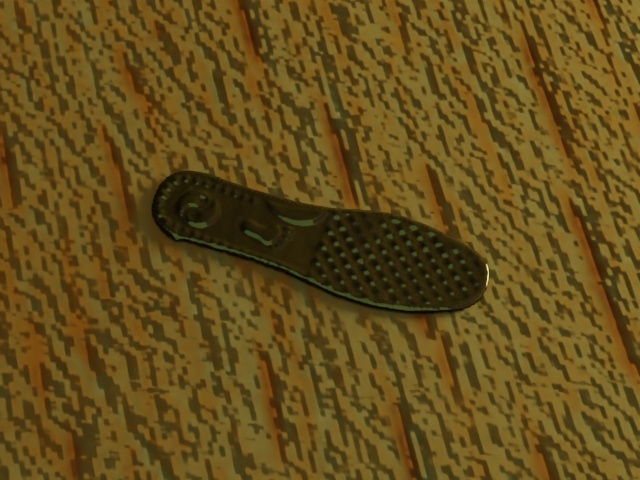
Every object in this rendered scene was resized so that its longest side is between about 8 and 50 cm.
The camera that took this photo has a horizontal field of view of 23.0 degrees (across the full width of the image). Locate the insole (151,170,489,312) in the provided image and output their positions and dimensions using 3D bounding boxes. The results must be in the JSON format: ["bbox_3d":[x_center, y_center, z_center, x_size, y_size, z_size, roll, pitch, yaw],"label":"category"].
[{"bbox_3d":[0.000,0.000,0.613,0.135,0.002,0.045,16,57,2],"label":"insole"}]
